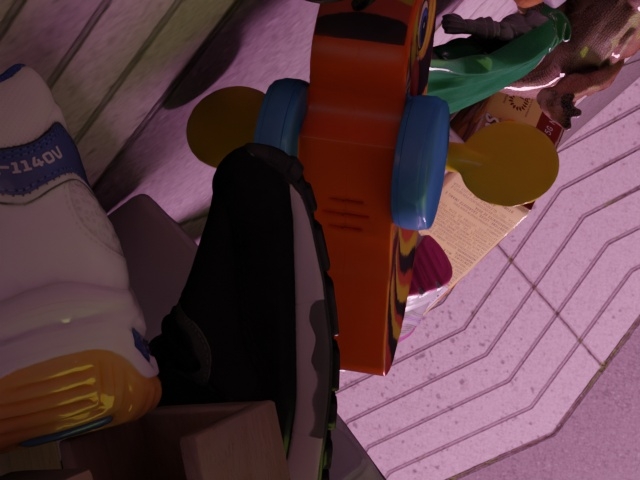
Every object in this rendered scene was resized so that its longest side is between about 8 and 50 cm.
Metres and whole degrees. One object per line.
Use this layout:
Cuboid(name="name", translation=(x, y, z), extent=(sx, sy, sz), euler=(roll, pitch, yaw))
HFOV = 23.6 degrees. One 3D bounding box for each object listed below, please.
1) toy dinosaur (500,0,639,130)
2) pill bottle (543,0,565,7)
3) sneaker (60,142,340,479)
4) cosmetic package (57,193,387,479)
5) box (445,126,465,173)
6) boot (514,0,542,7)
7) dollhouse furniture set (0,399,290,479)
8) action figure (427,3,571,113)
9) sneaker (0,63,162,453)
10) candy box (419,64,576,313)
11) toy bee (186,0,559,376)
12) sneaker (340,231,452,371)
Cuboid(name="toy dinosaur", translation=(0.261, -0.197, 1.369), extent=(0.296, 0.127, 0.200), euler=(-37, -179, 18))
Cuboid(name="pill bottle", translation=(0.169, -0.217, 0.817), extent=(0.187, 0.112, 0.112), euler=(-41, 172, 7))
Cuboid(name="sneaker", translation=(-0.063, 0.101, 0.617), extent=(0.124, 0.283, 0.107), euler=(3, -172, -8))
Cuboid(name="cosmetic package", translation=(-0.075, 0.261, 0.912), extent=(0.327, 0.393, 0.329), euler=(-39, -144, -4))
Cuboid(name="box", translation=(0.000, 0.000, 1.421), extent=(0.324, 0.067, 0.063), euler=(-44, 172, 22))
Cuboid(name="boot", translation=(0.194, -0.230, 1.108), extent=(0.264, 0.096, 0.280), euler=(-39, -176, -16))
Cuboid(name="dollhouse furniture set", translation=(-0.209, 0.181, 0.453), extent=(0.303, 0.173, 0.355), euler=(-8, -174, 34))
Cuboid(name="action figure", translation=(0.094, -0.123, 1.105), extent=(0.232, 0.063, 0.137), euler=(-24, 167, -30))
Cuboid(name="sneaker", translation=(-0.144, 0.003, 0.592), extent=(0.112, 0.131, 0.296), euler=(-13, -177, -30))
Cuboid(name="candy box", translation=(0.126, -0.031, 1.564), extent=(0.316, 0.088, 0.183), euler=(-50, -171, 50))
Cuboid(name="toy bee", translation=(0.039, -0.077, 0.823), extent=(0.162, 0.195, 0.298), euler=(-68, -177, -47))
Cuboid(name="sneaker", translation=(-0.008, 0.073, 1.351), extent=(0.252, 0.103, 0.111), euler=(-9, 138, -14))
